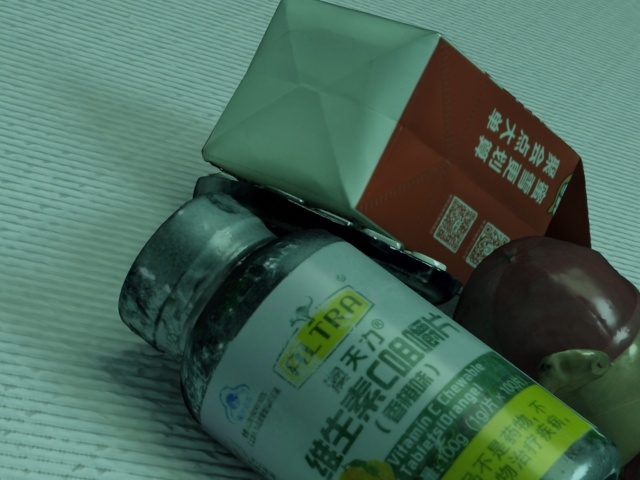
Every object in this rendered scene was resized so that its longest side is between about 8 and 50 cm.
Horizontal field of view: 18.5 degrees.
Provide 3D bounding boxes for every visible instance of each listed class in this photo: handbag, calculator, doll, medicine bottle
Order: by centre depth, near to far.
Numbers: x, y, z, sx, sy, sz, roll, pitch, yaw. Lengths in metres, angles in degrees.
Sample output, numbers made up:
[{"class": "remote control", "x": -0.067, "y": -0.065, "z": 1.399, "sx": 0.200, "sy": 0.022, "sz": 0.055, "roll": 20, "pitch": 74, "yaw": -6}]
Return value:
[{"class": "medicine bottle", "x": 0.020, "y": 0.091, "z": 1.141, "sx": 0.293, "sy": 0.141, "sz": 0.141, "roll": 37, "pitch": 23, "yaw": 18}, {"class": "calculator", "x": 0.000, "y": 0.000, "z": 1.315, "sx": 0.177, "sy": 0.040, "sz": 0.268, "roll": 24, "pitch": -8, "yaw": -11}, {"class": "doll", "x": 0.191, "y": 0.101, "z": 1.316, "sx": 0.256, "sy": 0.152, "sz": 0.196, "roll": 38, "pitch": -14, "yaw": -19}, {"class": "handbag", "x": 0.075, "y": -0.052, "z": 1.462, "sx": 0.171, "sy": 0.151, "sz": 0.298, "roll": 21, "pitch": -7, "yaw": 41}]
